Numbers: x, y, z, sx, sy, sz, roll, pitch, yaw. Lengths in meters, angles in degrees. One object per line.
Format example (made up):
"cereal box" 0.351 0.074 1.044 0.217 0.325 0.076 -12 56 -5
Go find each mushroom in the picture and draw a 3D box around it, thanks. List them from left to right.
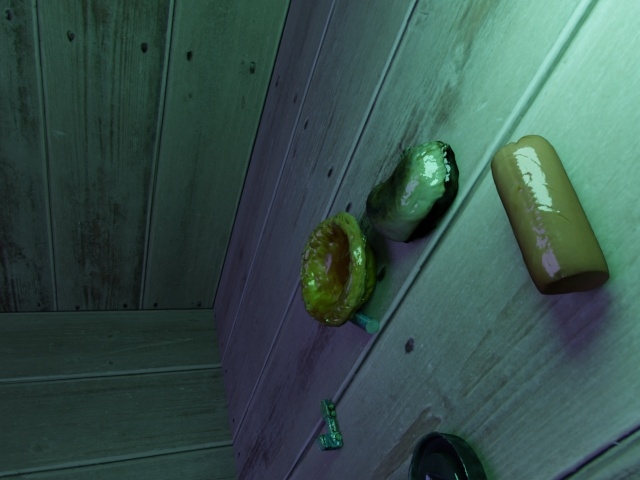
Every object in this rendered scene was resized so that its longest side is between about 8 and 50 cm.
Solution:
"mushroom" 0.220 -0.126 1.247 0.344 0.130 0.247 147 118 -61

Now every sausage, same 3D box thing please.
"sausage" 0.400 -0.054 0.840 0.121 0.121 0.304 129 138 -53

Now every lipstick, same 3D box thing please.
"lipstick" 0.130 0.257 1.510 0.158 0.048 0.048 -163 77 -65

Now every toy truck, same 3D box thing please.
"toy truck" 0.017 0.665 1.684 0.067 0.081 0.175 122 142 -45

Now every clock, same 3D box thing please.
"clock" 0.287 0.585 1.061 0.281 0.056 0.280 -171 90 -74

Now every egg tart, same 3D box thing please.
"egg tart" 0.067 0.100 1.525 0.388 0.169 0.387 -27 60 59
